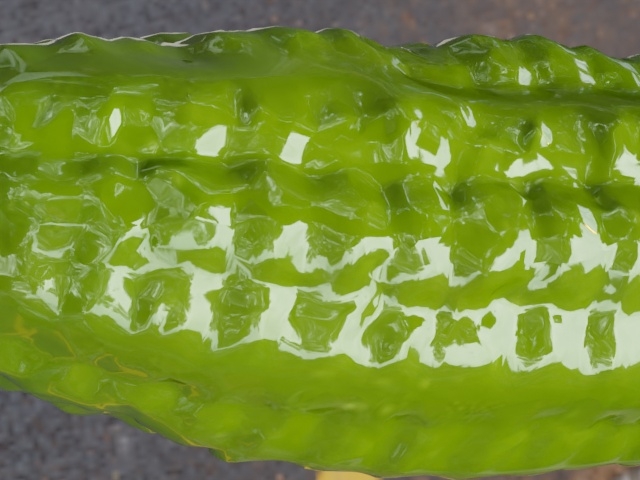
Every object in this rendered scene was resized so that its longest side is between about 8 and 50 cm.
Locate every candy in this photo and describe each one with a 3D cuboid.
[{"bbox_3d":[0.000,0.000,0.372,0.209,0.096,0.097,5,77,-32],"label":"candy"}]
